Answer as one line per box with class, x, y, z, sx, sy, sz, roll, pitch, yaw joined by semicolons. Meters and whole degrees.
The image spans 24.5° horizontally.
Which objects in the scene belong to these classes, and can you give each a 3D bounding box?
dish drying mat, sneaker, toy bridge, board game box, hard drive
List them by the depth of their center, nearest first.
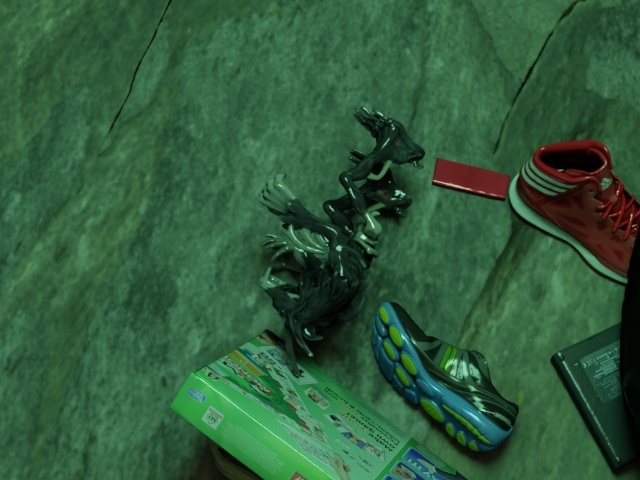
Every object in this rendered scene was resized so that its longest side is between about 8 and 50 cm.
board game box;0.029;0.212;1.405;0.317;0.213;0.046;36;107;10
toy bridge;-0.076;0.197;1.442;0.063;0.026;0.188;-17;34;-11
sneaker;0.127;0.136;1.522;0.188;0.067;0.078;44;51;14
hard drive;0.315;0.161;1.540;0.094;0.022;0.135;-23;72;-13
sneaker;0.309;-0.028;1.554;0.221;0.128;0.087;24;69;5
dish drying mat;0.166;-0.068;1.623;0.083;0.008;0.032;13;68;2

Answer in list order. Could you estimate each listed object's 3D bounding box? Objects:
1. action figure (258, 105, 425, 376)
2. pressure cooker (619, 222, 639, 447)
action figure;0.000;0.000;1.506;0.141;0.164;0.276;26;57;6
pressure cooker;0.532;0.083;1.389;0.420;0.375;0.370;9;109;-6
